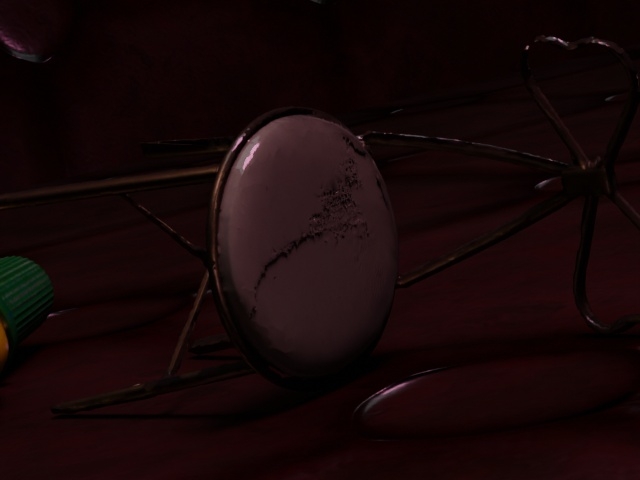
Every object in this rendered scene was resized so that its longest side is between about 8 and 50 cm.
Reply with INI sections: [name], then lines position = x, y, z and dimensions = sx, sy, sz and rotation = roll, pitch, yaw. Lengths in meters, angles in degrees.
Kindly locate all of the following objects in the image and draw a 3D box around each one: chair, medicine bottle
[chair]
position = 0.000, 0.000, 0.918
dimensions = 0.325, 0.160, 0.170
rotation = -6, 11, 39
[medicine bottle]
position = -0.229, 0.064, 1.057
dimensions = 0.111, 0.076, 0.309
rotation = -8, 7, 10
